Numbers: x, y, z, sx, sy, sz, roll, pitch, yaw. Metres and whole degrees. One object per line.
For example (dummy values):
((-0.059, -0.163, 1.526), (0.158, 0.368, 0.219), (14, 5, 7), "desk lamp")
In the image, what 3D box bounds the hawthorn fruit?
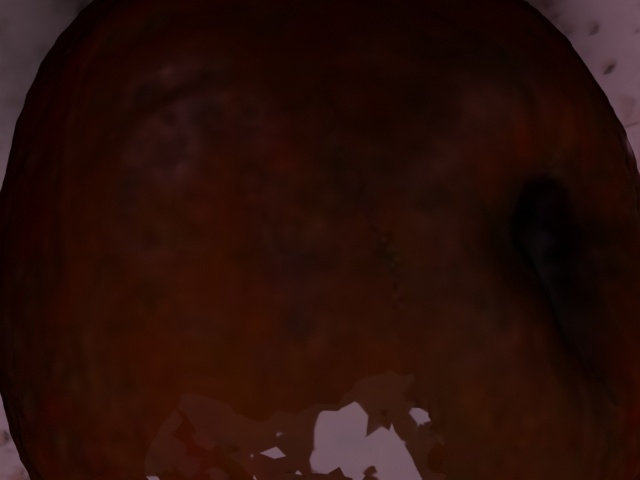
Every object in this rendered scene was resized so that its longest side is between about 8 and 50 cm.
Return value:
((0.001, 0.023, 0.551), (0.258, 0.261, 0.258), (-13, 137, -12), "hawthorn fruit")
